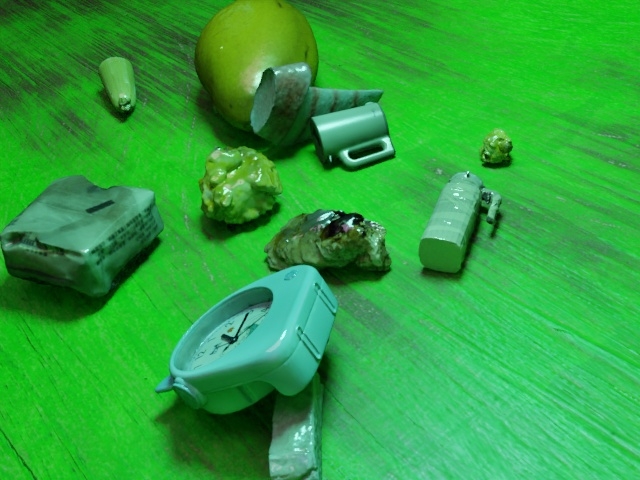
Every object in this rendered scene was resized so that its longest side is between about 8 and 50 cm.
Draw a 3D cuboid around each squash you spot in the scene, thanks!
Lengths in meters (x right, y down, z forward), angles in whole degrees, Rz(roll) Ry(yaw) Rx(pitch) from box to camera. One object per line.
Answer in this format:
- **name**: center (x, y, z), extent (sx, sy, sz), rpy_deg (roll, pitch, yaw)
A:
- **squash**: center (-0.512, -0.386, 2.015), extent (0.094, 0.094, 0.224), rpy_deg (-19, 43, -7)

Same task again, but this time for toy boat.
- **toy boat**: center (0.000, -0.285, 1.678), extent (0.282, 0.206, 0.096), rpy_deg (-6, 44, -29)

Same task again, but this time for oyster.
- **oyster**: center (0.014, -0.008, 1.368), extent (0.232, 0.107, 0.162), rpy_deg (14, 53, 35)

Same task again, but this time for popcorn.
- **popcorn**: center (-0.160, -0.101, 1.518), extent (0.173, 0.142, 0.174), rpy_deg (9, 46, -10)
- **popcorn**: center (0.339, -0.181, 1.519), extent (0.059, 0.068, 0.083), rpy_deg (5, -4, -13)

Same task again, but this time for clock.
- **clock**: center (-0.113, 0.155, 1.146), extent (0.274, 0.094, 0.224), rpy_deg (-25, 22, 29)

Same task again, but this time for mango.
- **mango**: center (-0.154, -0.413, 1.839), extent (0.301, 0.221, 0.445), rpy_deg (-5, 41, 7)

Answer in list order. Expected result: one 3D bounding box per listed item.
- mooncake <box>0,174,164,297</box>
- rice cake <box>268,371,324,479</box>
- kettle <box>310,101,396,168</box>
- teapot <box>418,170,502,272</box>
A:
- **mooncake**: center (-0.451, -0.006, 1.473), extent (0.250, 0.136, 0.254), rpy_deg (8, 37, 24)
- **rice cake**: center (-0.032, 0.250, 1.074), extent (0.069, 0.063, 0.207), rpy_deg (-14, 36, 9)
- **kettle**: center (0.065, -0.218, 1.620), extent (0.147, 0.098, 0.127), rpy_deg (-15, 32, -8)
- **teapot**: center (0.244, -0.036, 1.345), extent (0.107, 0.077, 0.200), rpy_deg (8, 42, 20)
